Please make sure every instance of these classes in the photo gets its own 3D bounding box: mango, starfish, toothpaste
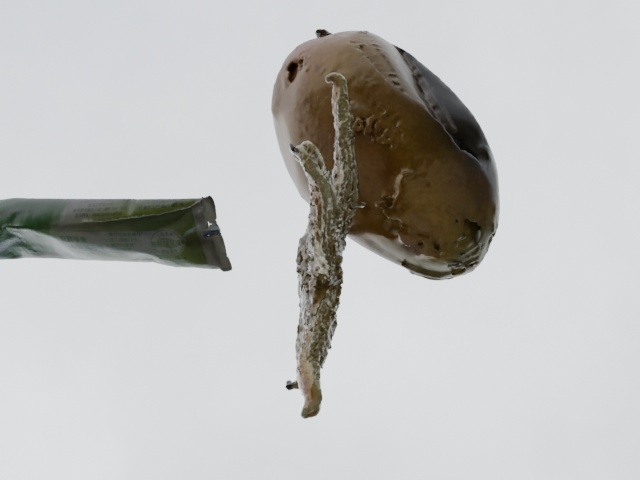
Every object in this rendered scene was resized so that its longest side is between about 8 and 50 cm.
[{"bbox_3d":[0.053,-0.071,1.079,0.151,0.249,0.156,-40,-24,1],"label":"mango"},{"bbox_3d":[0.006,0.000,0.942,0.048,0.295,0.231,6,-71,5],"label":"starfish"},{"bbox_3d":[-0.196,-0.006,1.068,0.247,0.047,0.078,0,-52,18],"label":"toothpaste"}]
